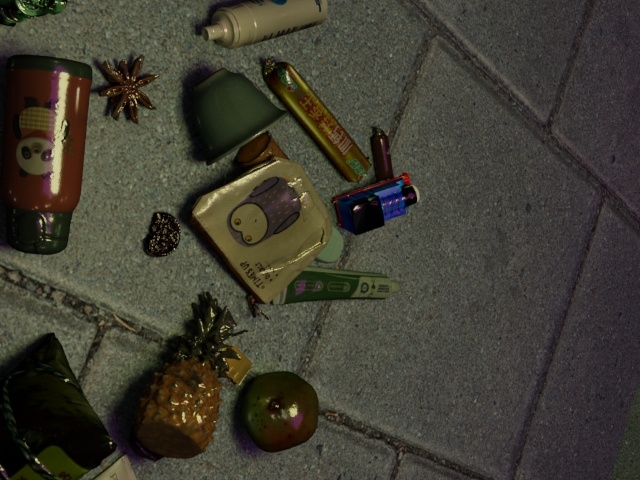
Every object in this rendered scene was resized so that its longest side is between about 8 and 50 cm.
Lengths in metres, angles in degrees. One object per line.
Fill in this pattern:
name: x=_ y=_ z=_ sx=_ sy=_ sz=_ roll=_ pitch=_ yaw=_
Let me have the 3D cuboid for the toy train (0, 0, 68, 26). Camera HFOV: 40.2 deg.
toy train: x=-0.547 y=-0.450 z=1.434 sx=0.269 sy=0.115 sz=0.154 roll=6 pitch=83 yaw=-43

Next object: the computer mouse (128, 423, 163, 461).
computer mouse: x=-0.323 y=0.392 z=1.782 sx=0.172 sy=0.057 sz=0.099 roll=-4 pitch=82 yaw=-45

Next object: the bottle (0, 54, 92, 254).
bottle: x=-0.476 y=-0.144 z=1.516 sx=0.144 sy=0.144 sz=0.336 roll=0 pitch=97 yaw=-42

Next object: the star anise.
star anise: x=-0.368 y=-0.286 z=1.660 sx=0.141 sy=0.042 sz=0.141 roll=-5 pitch=97 yaw=-45

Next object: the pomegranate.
pomegranate: x=-0.085 y=0.381 z=1.943 sx=0.210 sy=0.180 sz=0.180 roll=60 pitch=49 yaw=-74

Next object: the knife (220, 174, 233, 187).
knife: x=-0.153 y=-0.085 z=1.899 sx=0.166 sy=0.022 sz=0.078 roll=18 pitch=88 yaw=-41

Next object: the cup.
cup: x=-0.186 y=-0.263 z=1.760 sx=0.199 sy=0.199 sz=0.150 roll=-40 pitch=102 yaw=-32

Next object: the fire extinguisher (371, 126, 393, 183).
fire extinguisher: x=0.152 y=-0.206 z=2.147 sx=0.064 sy=0.043 sz=0.158 roll=-31 pitch=117 yaw=-53

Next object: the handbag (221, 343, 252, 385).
handbag: x=-0.189 y=0.271 z=1.909 sx=0.061 sy=0.027 sz=0.083 roll=-56 pitch=129 yaw=-24

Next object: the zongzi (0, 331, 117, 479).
zongzi: x=-0.573 y=0.349 z=1.444 sx=0.383 sy=0.319 sz=0.362 roll=-54 pitch=133 yaw=0

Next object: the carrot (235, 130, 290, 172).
carrot: x=-0.083 y=-0.122 z=1.922 sx=0.102 sy=0.102 sz=0.263 roll=-56 pitch=132 yaw=-22

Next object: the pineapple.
pineapple: x=-0.253 y=0.259 z=1.757 sx=0.169 sy=0.169 sz=0.340 roll=50 pitch=39 yaw=-35

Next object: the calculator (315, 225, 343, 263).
calculator: x=0.000 y=0.000 z=2.050 sx=0.153 sy=0.021 sz=0.095 roll=31 pitch=75 yaw=-44

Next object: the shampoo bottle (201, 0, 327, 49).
shampoo bottle: x=-0.122 y=-0.464 z=1.830 sx=0.303 sy=0.092 sz=0.092 roll=-25 pitch=112 yaw=-37

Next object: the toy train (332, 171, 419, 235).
toy train: x=0.138 y=-0.087 z=2.076 sx=0.204 sy=0.131 sz=0.083 roll=-20 pitch=110 yaw=-16

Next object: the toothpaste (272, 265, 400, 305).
toothpaste: x=0.046 y=0.108 z=2.083 sx=0.392 sy=0.061 sz=0.099 roll=4 pitch=93 yaw=-39

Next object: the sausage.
sausage: x=-0.010 y=-0.277 z=1.967 sx=0.371 sy=0.082 sz=0.082 roll=47 pitch=65 yaw=-35

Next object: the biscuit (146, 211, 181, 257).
biscuit: x=-0.318 y=-0.011 z=1.753 sx=0.087 sy=0.027 sz=0.089 roll=-33 pitch=118 yaw=-36

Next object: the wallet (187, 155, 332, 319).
wallet: x=-0.110 y=-0.016 z=1.858 sx=0.275 sy=0.068 sz=0.335 roll=-41 pitch=128 yaw=-10

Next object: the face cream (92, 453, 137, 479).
face cream: x=-0.454 y=0.515 z=1.684 sx=0.243 sy=0.058 sz=0.092 roll=-30 pitch=111 yaw=-43
